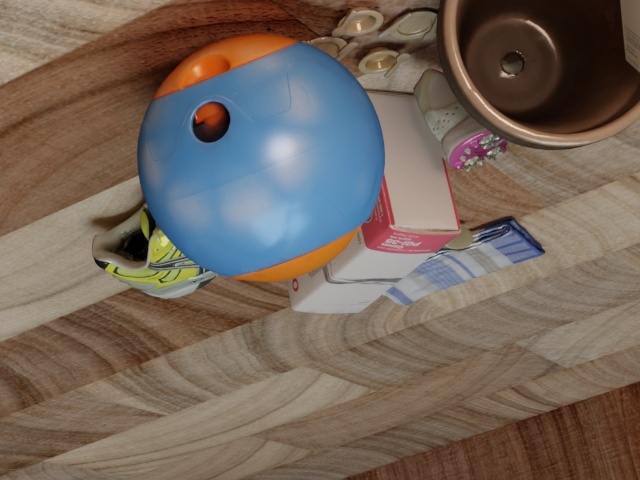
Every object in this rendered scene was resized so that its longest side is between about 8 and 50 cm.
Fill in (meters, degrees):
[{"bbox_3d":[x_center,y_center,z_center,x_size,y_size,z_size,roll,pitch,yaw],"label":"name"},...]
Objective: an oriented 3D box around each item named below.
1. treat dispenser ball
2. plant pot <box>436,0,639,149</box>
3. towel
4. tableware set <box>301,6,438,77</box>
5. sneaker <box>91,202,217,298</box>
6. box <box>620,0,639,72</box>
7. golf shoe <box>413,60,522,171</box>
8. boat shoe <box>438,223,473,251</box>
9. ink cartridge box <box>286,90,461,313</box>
[{"bbox_3d":[-0.068,-0.095,1.745,0.288,0.288,0.288,-11,159,-4],"label":"treat dispenser ball"},{"bbox_3d":[0.246,-0.219,1.706,0.263,0.263,0.229,-9,175,-8],"label":"plant pot"},{"bbox_3d":[0.230,0.043,2.597,0.285,0.034,0.209,-20,158,18],"label":"towel"},{"bbox_3d":[0.059,-0.240,1.815,0.168,0.020,0.141,1,154,-31],"label":"tableware set"},{"bbox_3d":[-0.160,-0.017,2.086,0.384,0.145,0.147,-30,153,35],"label":"sneaker"},{"bbox_3d":[0.360,-0.304,1.505,0.113,0.094,0.275,-14,116,-3],"label":"box"},{"bbox_3d":[0.244,-0.195,1.926,0.306,0.140,0.115,-23,158,-43],"label":"golf shoe"},{"bbox_3d":[0.184,-0.005,2.434,0.133,0.049,0.042,1,160,-26],"label":"boat shoe"},{"bbox_3d":[0.053,-0.044,2.043,0.117,0.207,0.283,2,154,-30],"label":"ink cartridge box"}]
